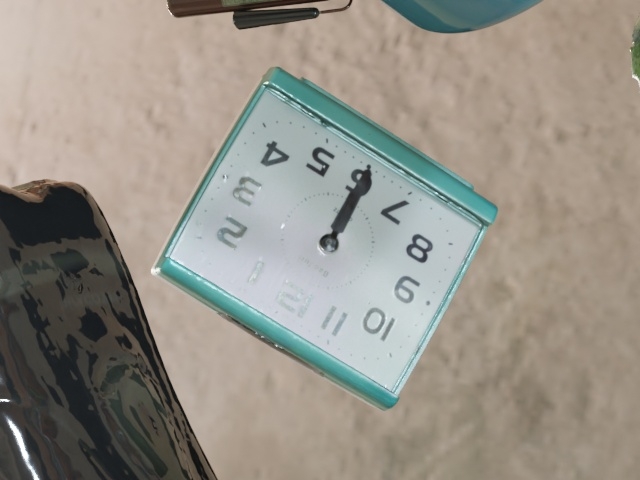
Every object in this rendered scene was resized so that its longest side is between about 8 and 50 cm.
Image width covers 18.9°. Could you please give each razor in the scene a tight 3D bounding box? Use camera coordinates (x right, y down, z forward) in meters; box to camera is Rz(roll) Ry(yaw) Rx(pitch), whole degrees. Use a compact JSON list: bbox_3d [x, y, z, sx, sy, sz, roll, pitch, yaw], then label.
[{"bbox_3d":[-0.139,0.122,1.108,0.113,0.204,0.349,-32,77,20],"label":"razor"}]

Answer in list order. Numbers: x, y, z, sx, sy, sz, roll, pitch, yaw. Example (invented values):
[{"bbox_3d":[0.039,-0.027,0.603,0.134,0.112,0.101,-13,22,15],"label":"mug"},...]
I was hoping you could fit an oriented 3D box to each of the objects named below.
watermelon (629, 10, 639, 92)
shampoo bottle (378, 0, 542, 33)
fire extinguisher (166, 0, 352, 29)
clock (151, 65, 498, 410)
[{"bbox_3d":[0.404,-0.186,1.878,0.222,0.292,0.319,24,131,20],"label":"watermelon"},{"bbox_3d":[0.052,-0.367,1.368,0.331,0.343,0.331,-35,35,30],"label":"shampoo bottle"},{"bbox_3d":[-0.042,-0.195,1.550,0.173,0.035,0.049,-5,36,19],"label":"fire extinguisher"},{"bbox_3d":[0.000,0.000,1.811,0.231,0.262,0.116,-61,12,-12],"label":"clock"}]
